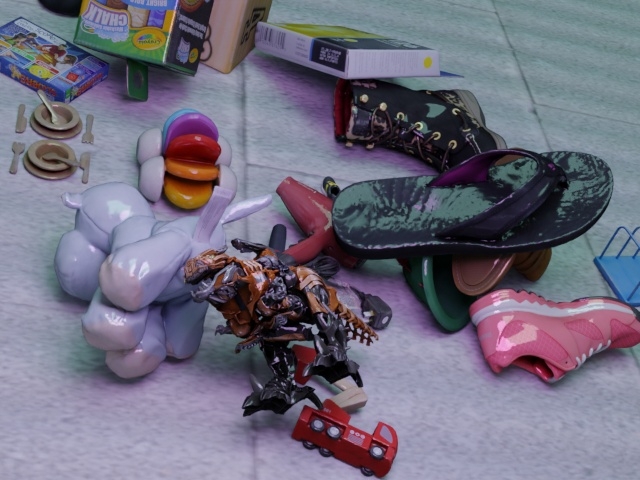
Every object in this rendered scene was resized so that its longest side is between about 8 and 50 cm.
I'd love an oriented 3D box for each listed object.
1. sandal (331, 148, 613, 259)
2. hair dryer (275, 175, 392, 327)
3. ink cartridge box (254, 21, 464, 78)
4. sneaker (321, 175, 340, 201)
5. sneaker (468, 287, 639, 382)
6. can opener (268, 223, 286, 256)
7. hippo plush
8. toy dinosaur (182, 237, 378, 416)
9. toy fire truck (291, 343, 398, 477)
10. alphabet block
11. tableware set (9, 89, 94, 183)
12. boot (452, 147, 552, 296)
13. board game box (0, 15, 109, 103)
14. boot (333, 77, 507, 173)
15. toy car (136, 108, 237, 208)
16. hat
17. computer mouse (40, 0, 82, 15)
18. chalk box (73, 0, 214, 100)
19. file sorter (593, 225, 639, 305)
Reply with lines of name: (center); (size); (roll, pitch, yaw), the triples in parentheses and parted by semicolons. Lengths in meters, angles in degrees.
sandal: (0.239, -0.061, 1.483); (0.446, 0.107, 0.167); (-10, 58, -4)
hair dryer: (0.000, 0.000, 1.534); (0.224, 0.080, 0.293); (22, 30, -37)
ink cartridge box: (0.079, -0.379, 1.939); (0.307, 0.072, 0.304); (-10, 24, -36)
sneaker: (0.023, -0.089, 1.720); (0.031, 0.035, 0.083); (7, 42, -18)
sneaker: (0.385, 0.167, 1.556); (0.314, 0.116, 0.136); (6, 61, -17)
can opener: (-0.074, 0.035, 1.520); (0.073, 0.059, 0.186); (17, 40, -4)
hippo plush: (-0.267, 0.013, 1.313); (0.237, 0.294, 0.234); (31, 12, 26)
toy dinosaur: (-0.033, 0.099, 1.287); (0.322, 0.164, 0.218); (3, 55, -27)
toy fire truck: (0.024, 0.234, 1.348); (0.192, 0.047, 0.135); (24, 40, 4)
alphabet block: (-0.209, -0.485, 1.942); (0.192, 0.197, 0.193); (27, 40, 6)
tableware set: (-0.441, -0.175, 1.616); (0.128, 0.039, 0.194); (7, 42, -16)
boot: (0.317, 0.012, 1.636); (0.109, 0.220, 0.283); (2, 58, 28)
board game box: (-0.505, -0.327, 1.763); (0.201, 0.035, 0.136); (29, 41, 10)
boot: (0.182, -0.191, 1.822); (0.284, 0.138, 0.377); (9, 37, -15)
toy car: (-0.215, -0.144, 1.601); (0.159, 0.136, 0.182); (5, 42, -18)
hat: (0.143, 0.052, 1.616); (0.173, 0.184, 0.208); (38, 55, -44)
computer mouse: (-0.462, -0.540, 1.992); (0.188, 0.072, 0.272); (34, 42, 14)
chalk box: (-0.311, -0.398, 1.740); (0.179, 0.288, 0.180); (17, 5, 10)
file sorter: (0.615, 0.041, 1.773); (0.170, 0.104, 0.118); (0, 45, -24)
